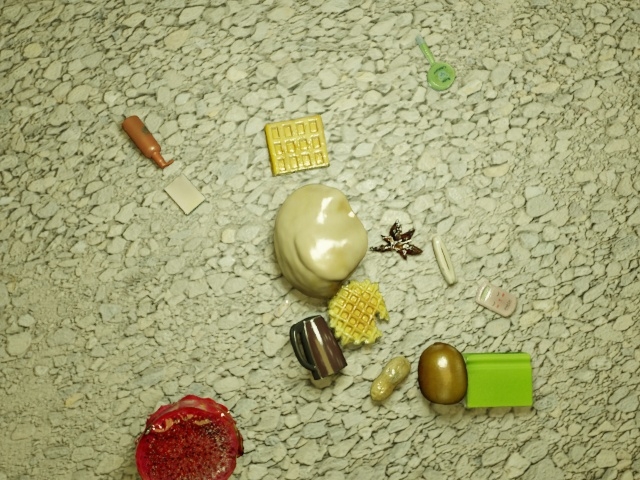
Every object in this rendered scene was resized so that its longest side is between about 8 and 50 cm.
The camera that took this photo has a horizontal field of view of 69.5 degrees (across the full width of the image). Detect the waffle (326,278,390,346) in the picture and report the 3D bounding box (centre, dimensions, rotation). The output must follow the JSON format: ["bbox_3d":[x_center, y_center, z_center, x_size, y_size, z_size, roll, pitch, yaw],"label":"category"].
[{"bbox_3d":[0.148,0.285,1.828,0.250,0.056,0.261,-13,81,-15],"label":"waffle"}]

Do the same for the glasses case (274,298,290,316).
[{"bbox_3d":[-0.154,0.274,1.869,0.032,0.021,0.083,41,86,5],"label":"glasses case"}]

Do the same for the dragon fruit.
[{"bbox_3d":[-0.487,0.744,1.723,0.386,0.249,0.371,-45,103,0],"label":"dragon fruit"}]

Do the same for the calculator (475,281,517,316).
[{"bbox_3d":[0.711,0.238,1.878,0.175,0.032,0.100,26,86,2],"label":"calculator"}]

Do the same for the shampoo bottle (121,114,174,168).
[{"bbox_3d":[-0.708,-0.396,1.888,0.085,0.085,0.244,-40,89,-3],"label":"shampoo bottle"}]

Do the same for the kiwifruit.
[{"bbox_3d":[0.468,0.508,1.774,0.196,0.196,0.234,-5,79,-1],"label":"kiwifruit"}]

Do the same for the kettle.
[{"bbox_3d":[-0.022,0.413,1.790,0.202,0.144,0.232,-16,77,-41],"label":"kettle"}]

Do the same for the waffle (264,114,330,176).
[{"bbox_3d":[-0.097,-0.392,1.906,0.248,0.055,0.221,-11,86,-1],"label":"waffle"}]

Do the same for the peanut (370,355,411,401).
[{"bbox_3d":[0.272,0.546,1.824,0.099,0.099,0.214,42,92,3],"label":"peanut"}]

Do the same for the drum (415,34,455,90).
[{"bbox_3d":[0.458,-0.737,1.944,0.130,0.049,0.253,-43,87,-4],"label":"drum"}]

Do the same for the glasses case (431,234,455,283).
[{"bbox_3d":[0.497,0.078,1.865,0.051,0.081,0.204,-18,84,0],"label":"glasses case"}]

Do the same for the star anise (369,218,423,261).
[{"bbox_3d":[0.321,-0.003,1.882,0.212,0.053,0.157,17,86,3],"label":"star anise"}]

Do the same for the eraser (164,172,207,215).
[{"bbox_3d":[-0.557,-0.190,1.900,0.104,0.023,0.150,-42,87,-4],"label":"eraser"}]

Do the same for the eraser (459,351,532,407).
[{"bbox_3d":[0.686,0.548,1.825,0.274,0.092,0.210,1,85,-2],"label":"eraser"}]

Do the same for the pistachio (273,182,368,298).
[{"bbox_3d":[0.000,0.000,1.759,0.365,0.281,0.445,-4,91,10],"label":"pistachio"}]
